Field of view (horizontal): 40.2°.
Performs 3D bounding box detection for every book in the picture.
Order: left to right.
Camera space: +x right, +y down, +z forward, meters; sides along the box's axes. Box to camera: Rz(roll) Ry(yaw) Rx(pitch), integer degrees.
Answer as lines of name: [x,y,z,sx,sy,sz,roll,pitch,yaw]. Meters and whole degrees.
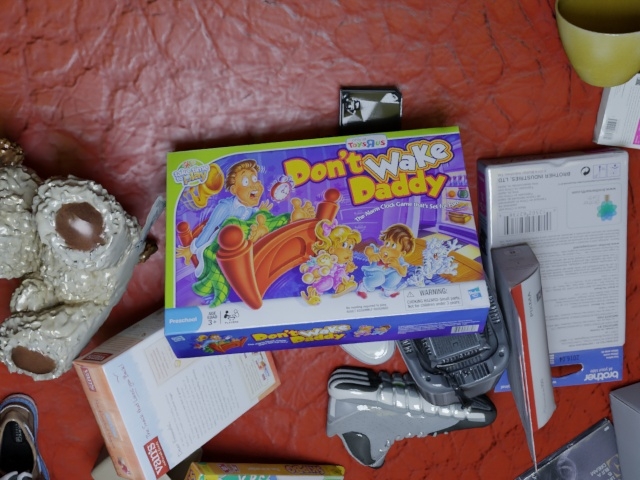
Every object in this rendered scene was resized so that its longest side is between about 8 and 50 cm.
book: [0.433,-0.164,1.130,0.144,0.035,0.096,6,107,-9]

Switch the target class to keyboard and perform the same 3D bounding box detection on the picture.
keyboard: [0.045,-0.101,1.100,0.108,0.023,0.180,0,104,-5]

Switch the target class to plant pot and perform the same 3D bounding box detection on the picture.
plant pot: [-0.230,0.285,1.132,0.096,0.109,0.109,-31,107,15]
plant pot: [0.350,-0.244,1.058,0.134,0.134,0.095,-13,134,-4]

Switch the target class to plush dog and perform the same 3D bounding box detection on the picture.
plush dog: [-0.326,-0.008,1.013,0.225,0.210,0.262,28,118,4]

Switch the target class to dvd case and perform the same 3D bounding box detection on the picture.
dvd case: [0.405,0.387,1.280,0.164,0.018,0.221,-35,107,2]

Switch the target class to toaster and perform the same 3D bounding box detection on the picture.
toaster: [0.155,0.111,1.076,0.129,0.146,0.227,-20,67,1]

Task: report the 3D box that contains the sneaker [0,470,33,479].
sneaker: [-0.355,0.404,1.124,0.118,0.110,0.292,-25,127,11]

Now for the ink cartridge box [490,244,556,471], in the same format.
ink cartridge box: [0.247,0.127,1.018,0.066,0.232,0.189,-10,105,3]

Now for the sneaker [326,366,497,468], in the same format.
sneaker: [0.115,0.251,1.181,0.228,0.086,0.132,10,108,1]

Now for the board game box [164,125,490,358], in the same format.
board game box: [0.000,0.000,1.003,0.347,0.078,0.233,-5,62,1]

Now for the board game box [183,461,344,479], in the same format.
board game box: [-0.077,0.351,1.144,0.259,0.039,0.124,13,106,-42]

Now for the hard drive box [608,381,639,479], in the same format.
hard drive box: [0.520,0.305,1.226,0.181,0.089,0.232,-16,104,-9]

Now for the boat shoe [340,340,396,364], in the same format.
boat shoe: [0.028,0.076,1.118,0.083,0.076,0.226,-33,106,3]

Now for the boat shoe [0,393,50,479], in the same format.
boat shoe: [-0.393,0.295,1.127,0.066,0.066,0.183,-5,106,-6]

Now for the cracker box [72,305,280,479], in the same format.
cracker box: [-0.164,0.160,1.053,0.232,0.067,0.156,-32,113,-44]

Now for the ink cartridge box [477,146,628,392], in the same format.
ink cartridge box: [0.305,0.041,1.152,0.185,0.065,0.311,-6,103,-4]
